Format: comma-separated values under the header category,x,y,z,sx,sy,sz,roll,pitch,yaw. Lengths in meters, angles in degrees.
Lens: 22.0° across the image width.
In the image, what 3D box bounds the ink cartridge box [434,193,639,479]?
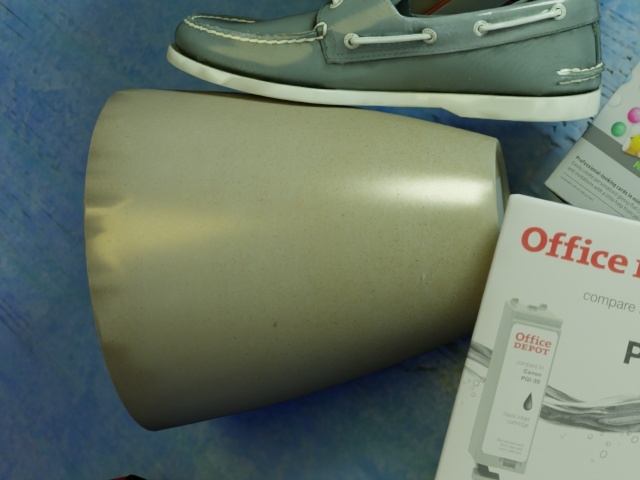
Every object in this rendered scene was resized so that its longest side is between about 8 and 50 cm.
category,x,y,z,sx,sy,sz,roll,pitch,yaw
ink cartridge box,0.197,0.127,1.080,0.207,0.117,0.283,15,91,33

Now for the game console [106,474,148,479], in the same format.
category,x,y,z,sx,sy,sz,roll,pitch,yaw
game console,-0.143,0.265,1.287,0.124,0.085,0.144,-19,51,49

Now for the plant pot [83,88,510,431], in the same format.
category,x,y,z,sx,sy,sz,roll,pitch,yaw
plant pot,0.000,0.000,1.203,0.274,0.256,0.256,-6,70,12

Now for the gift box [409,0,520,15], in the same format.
category,x,y,z,sx,sy,sz,roll,pitch,yaw
gift box,0.103,-0.311,1.214,0.276,0.258,0.255,-25,60,38

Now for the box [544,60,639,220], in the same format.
category,x,y,z,sx,sy,sz,roll,pitch,yaw
box,0.272,-0.070,1.173,0.145,0.038,0.186,41,95,32

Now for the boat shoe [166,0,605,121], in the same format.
category,x,y,z,sx,sy,sz,roll,pitch,yaw
boat shoe,0.048,-0.152,1.199,0.319,0.116,0.099,6,108,6
